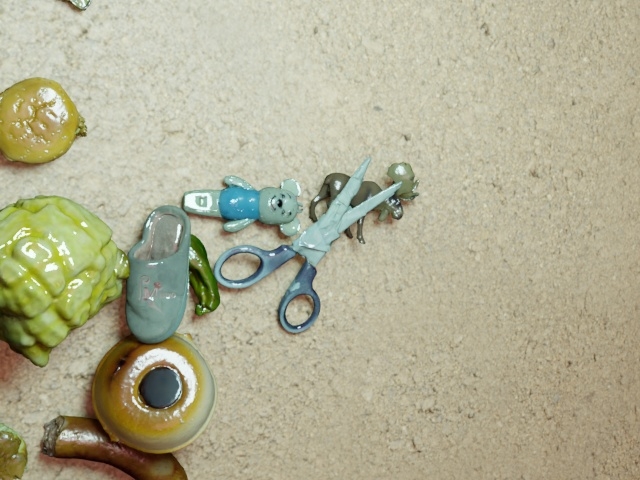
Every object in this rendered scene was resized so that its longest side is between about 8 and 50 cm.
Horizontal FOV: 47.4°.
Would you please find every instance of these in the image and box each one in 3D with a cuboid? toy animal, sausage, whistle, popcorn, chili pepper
[{"bbox_3d":[0.100,-0.088,1.479,0.214,0.093,0.186,23,92,-29],"label":"toy animal"},{"bbox_3d":[-0.370,0.403,1.364,0.302,0.076,0.103,31,93,-23],"label":"sausage"},{"bbox_3d":[-0.143,-0.069,1.389,0.235,0.077,0.114,3,86,-21],"label":"whistle"},{"bbox_3d":[-0.460,0.056,1.184,0.293,0.292,0.237,55,38,-21],"label":"popcorn"},{"bbox_3d":[-0.241,0.039,1.364,0.073,0.072,0.204,-32,104,-35],"label":"chili pepper"}]

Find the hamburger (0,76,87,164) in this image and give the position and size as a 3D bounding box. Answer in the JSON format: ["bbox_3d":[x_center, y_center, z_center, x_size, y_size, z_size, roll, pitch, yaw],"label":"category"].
[{"bbox_3d":[-0.476,-0.197,1.218,0.147,0.083,0.138,-32,114,-13],"label":"hamburger"}]

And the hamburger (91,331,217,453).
[{"bbox_3d":[-0.301,0.273,1.329,0.236,0.147,0.237,5,71,-14],"label":"hamburger"}]

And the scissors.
[{"bbox_3d":[0.000,0.000,1.420,0.383,0.029,0.256,-45,120,7],"label":"scissors"}]

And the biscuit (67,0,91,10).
[{"bbox_3d":[-0.387,-0.543,1.225,0.187,0.036,0.274,43,81,-23],"label":"biscuit"}]

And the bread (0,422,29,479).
[{"bbox_3d":[-0.581,0.399,1.275,0.140,0.069,0.128,-28,110,-16],"label":"bread"}]

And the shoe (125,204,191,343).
[{"bbox_3d":[-0.289,0.053,1.278,0.103,0.100,0.251,5,79,9],"label":"shoe"}]
